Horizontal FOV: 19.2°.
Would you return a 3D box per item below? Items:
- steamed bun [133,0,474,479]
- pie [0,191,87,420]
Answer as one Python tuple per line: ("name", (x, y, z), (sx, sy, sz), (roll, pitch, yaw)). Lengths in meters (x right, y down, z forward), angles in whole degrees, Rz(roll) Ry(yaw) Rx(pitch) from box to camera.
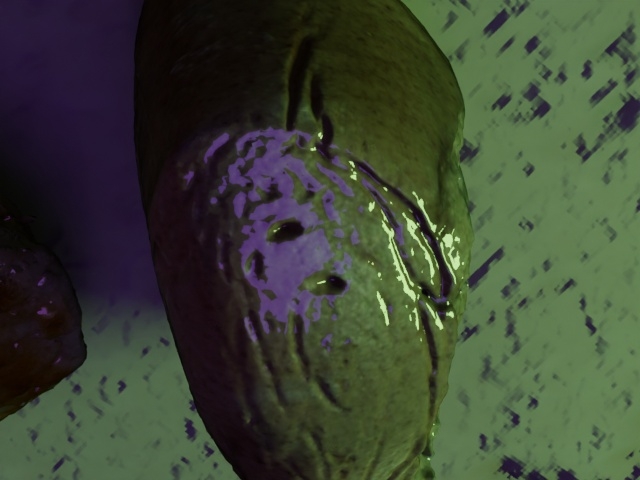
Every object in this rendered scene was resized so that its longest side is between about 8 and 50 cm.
("steamed bun", (0.000, 0.000, 0.614), (0.106, 0.145, 0.175), (-11, 127, -1))
("pie", (-0.178, 0.030, 0.655), (0.193, 0.079, 0.163), (-2, 132, -5))
